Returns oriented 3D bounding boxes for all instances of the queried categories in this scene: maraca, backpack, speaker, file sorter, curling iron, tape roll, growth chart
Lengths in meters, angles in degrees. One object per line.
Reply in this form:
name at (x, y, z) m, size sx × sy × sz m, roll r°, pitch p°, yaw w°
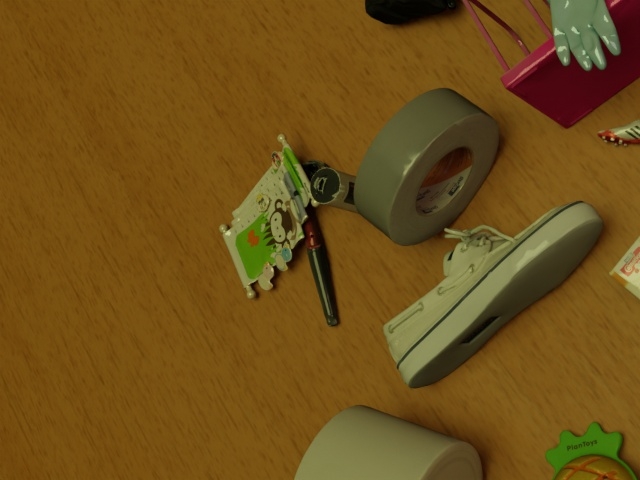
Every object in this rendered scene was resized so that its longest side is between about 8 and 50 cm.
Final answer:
maraca at (0.347, 0.322, 1.291) m, size 0.127 × 0.099 × 0.186 m, roll -20°, pitch 48°, yaw 22°
backpack at (0.134, -0.431, 1.519) m, size 0.152 × 0.115 × 0.182 m, roll -1°, pitch 79°, yaw 41°
speaker at (0.042, -0.072, 1.521) m, size 0.055 × 0.136 × 0.055 m, roll -6°, pitch 80°, yaw 33°
file sorter at (0.359, -0.324, 1.309) m, size 0.290 × 0.202 × 0.182 m, roll -37°, pitch 62°, yaw 24°
curling iron at (0.000, 0.000, 1.599) m, size 0.068 × 0.035 × 0.274 m, roll -13°, pitch 76°, yaw 32°
tape roll at (0.091, 0.364, 1.365) m, size 0.169 × 0.246 × 0.246 m, roll 14°, pitch 91°, yaw 33°
tape roll at (0.149, -0.100, 1.404) m, size 0.072 × 0.219 × 0.219 m, roll 42°, pitch 106°, yaw 29°
growth chart at (-0.083, -0.032, 1.645) m, size 0.237 × 0.021 × 0.172 m, roll -52°, pitch 54°, yaw 29°

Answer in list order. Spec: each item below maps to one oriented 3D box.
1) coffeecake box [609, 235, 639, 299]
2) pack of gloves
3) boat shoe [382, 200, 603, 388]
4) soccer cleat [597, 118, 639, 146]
coffeecake box at (0.481, 0.047, 1.252) m, size 0.185 × 0.068 × 0.142 m, roll 45°, pitch 108°, yaw 30°
pack of gloves at (0.338, -0.323, 1.170) m, size 0.195 × 0.046 × 0.232 m, roll -24°, pitch 66°, yaw 29°
boat shoe at (0.217, 0.041, 1.404) m, size 0.367 × 0.136 × 0.156 m, roll -48°, pitch 57°, yaw 30°
soccer cleat at (0.414, -0.145, 1.350) m, size 0.083 × 0.029 × 0.036 m, roll 8°, pitch 79°, yaw 31°
